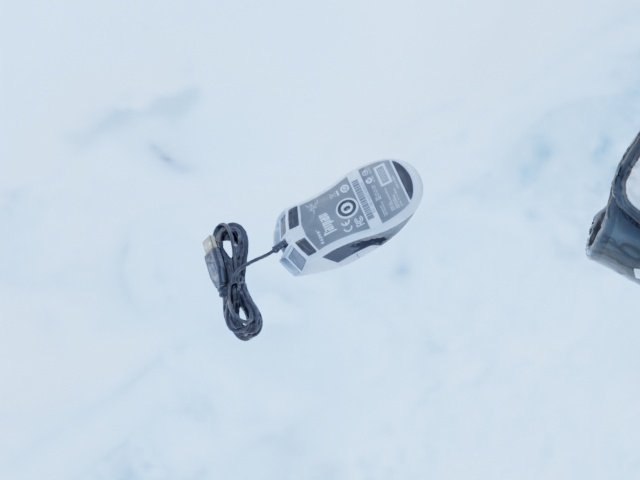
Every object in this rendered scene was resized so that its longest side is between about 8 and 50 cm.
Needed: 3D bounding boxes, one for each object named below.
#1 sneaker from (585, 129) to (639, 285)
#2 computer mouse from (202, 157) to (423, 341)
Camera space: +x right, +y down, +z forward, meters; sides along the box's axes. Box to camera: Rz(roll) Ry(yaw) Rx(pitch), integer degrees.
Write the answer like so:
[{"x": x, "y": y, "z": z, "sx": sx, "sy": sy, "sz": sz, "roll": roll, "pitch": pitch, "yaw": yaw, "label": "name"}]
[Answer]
[{"x": 0.287, "y": 0.076, "z": 1.095, "sx": 0.257, "sy": 0.169, "sz": 0.448, "roll": 2, "pitch": 63, "yaw": 1, "label": "sneaker"}, {"x": 0.000, "y": 0.000, "z": 1.485, "sx": 0.193, "sy": 0.042, "sz": 0.106, "roll": -26, "pitch": 54, "yaw": 6, "label": "computer mouse"}]
